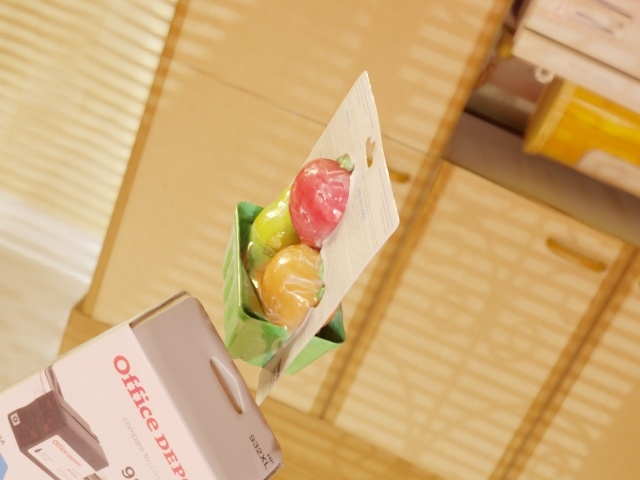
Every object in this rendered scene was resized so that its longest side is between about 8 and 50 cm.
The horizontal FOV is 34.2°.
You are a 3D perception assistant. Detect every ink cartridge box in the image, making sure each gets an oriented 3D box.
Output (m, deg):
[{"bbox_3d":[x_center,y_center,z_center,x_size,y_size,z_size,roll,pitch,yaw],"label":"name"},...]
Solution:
[{"bbox_3d":[-0.231,0.224,1.143,0.223,0.307,0.129,61,-153,-2],"label":"ink cartridge box"}]

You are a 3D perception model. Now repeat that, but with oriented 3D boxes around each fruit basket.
[{"bbox_3d":[0.000,0.000,1.370,0.165,0.353,0.327,25,-147,-25],"label":"fruit basket"}]
